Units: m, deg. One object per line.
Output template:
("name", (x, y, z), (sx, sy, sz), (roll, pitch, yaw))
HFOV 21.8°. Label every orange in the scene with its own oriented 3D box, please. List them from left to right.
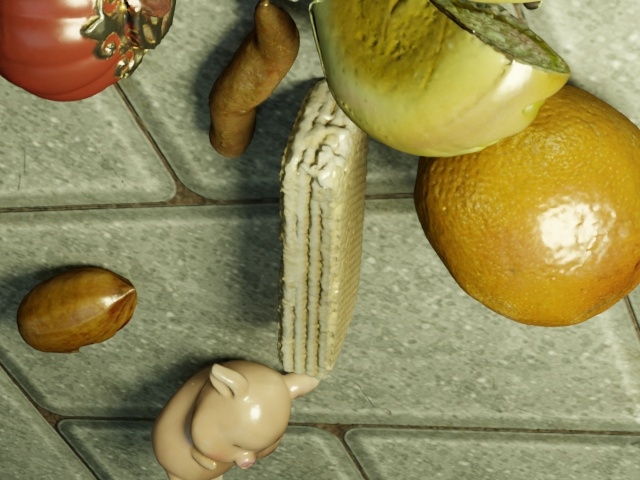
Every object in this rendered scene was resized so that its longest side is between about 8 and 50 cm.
("orange", (0.216, -0.040, 1.670), (0.264, 0.264, 0.264), (12, 145, 9))

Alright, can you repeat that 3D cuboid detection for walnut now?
("walnut", (-0.322, 0.091, 2.221), (0.207, 0.115, 0.116), (-23, 129, 34))

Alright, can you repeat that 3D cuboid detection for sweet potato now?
("sweet potato", (-0.070, -0.182, 1.764), (0.067, 0.059, 0.281), (12, 148, -14))

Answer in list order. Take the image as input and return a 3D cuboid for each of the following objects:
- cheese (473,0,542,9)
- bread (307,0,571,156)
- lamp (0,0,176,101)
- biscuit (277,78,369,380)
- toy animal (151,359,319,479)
("cheese", (0.174, -0.314, 1.417), (0.260, 0.128, 0.316), (13, 150, 1))
("bread", (0.103, -0.159, 1.563), (0.158, 0.261, 0.156), (6, 120, -48))
("lamp", (-0.238, -0.245, 1.611), (0.227, 0.227, 0.227), (12, 145, 9))
("biscuit", (0.000, 0.000, 1.914), (0.079, 0.144, 0.426), (13, 144, 9))
("toy animal", (-0.134, 0.249, 2.310), (0.250, 0.166, 0.154), (-34, 77, 42))
